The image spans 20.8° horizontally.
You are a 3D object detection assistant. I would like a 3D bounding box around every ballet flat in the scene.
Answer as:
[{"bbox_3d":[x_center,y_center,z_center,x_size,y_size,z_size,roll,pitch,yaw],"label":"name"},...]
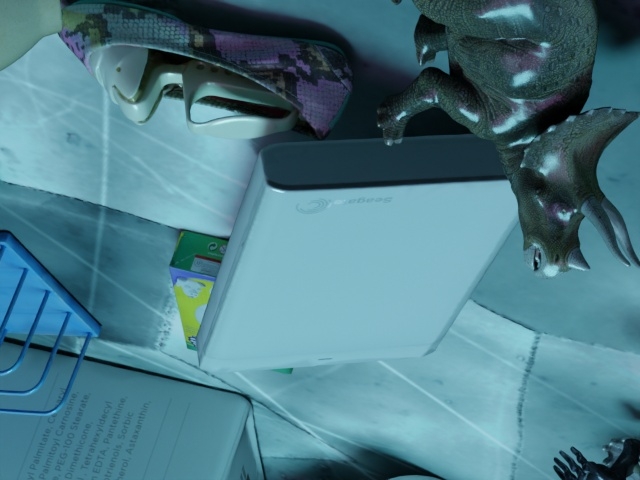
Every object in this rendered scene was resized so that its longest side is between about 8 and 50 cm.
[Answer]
[{"bbox_3d":[-0.089,-0.112,1.195,0.221,0.079,0.077,12,154,12],"label":"ballet flat"}]

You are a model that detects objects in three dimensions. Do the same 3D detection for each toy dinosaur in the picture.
[{"bbox_3d":[0.106,-0.133,1.032,0.160,0.121,0.313,4,127,28],"label":"toy dinosaur"}]

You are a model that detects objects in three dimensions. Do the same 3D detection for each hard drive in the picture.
[{"bbox_3d":[0.028,0.016,1.307,0.203,0.040,0.307,-3,154,-15],"label":"hard drive"}]

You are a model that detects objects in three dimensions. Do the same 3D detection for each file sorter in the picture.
[{"bbox_3d":[-0.311,0.080,1.639,0.118,0.104,0.170,0,147,29],"label":"file sorter"}]

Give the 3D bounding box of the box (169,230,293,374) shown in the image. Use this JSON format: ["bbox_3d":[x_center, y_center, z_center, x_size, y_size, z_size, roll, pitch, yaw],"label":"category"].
[{"bbox_3d":[-0.072,0.062,1.535,0.105,0.043,0.179,13,153,10],"label":"box"}]

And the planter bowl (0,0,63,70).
[{"bbox_3d":[-0.222,-0.174,1.105,0.109,0.162,0.162,-7,153,-9],"label":"planter bowl"}]

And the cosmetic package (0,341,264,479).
[{"bbox_3d":[-0.290,0.328,1.833,0.394,0.327,0.329,12,151,9],"label":"cosmetic package"}]

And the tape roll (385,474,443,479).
[{"bbox_3d":[0.065,0.377,1.801,0.246,0.246,0.169,30,150,-21],"label":"tape roll"}]

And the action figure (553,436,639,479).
[{"bbox_3d":[0.297,0.183,1.436,0.276,0.141,0.164,-8,137,-33],"label":"action figure"}]
